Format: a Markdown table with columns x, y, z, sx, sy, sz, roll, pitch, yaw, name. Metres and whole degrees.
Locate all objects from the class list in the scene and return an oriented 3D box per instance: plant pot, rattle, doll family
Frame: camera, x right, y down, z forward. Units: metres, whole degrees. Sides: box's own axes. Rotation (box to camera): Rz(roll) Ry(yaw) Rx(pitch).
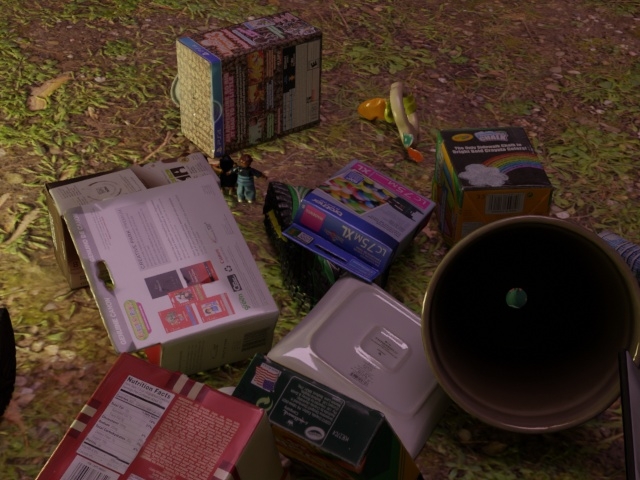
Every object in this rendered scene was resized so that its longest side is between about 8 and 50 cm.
| x | y | z | sx | sy | sz | roll | pitch | yaw | name |
| --- | --- | --- | --- | --- | --- | --- | --- | --- | --- |
| 0.317 | 0.109 | 1.645 | 0.323 | 0.323 | 0.280 | 5 | 6 | 4 | plant pot |
| 0.151 | -0.247 | 2.331 | 0.143 | 0.130 | 0.199 | -6 | 62 | 7 | rattle |
| -0.205 | -0.133 | 2.111 | 0.193 | 0.111 | 0.076 | -3 | 36 | -8 | doll family |

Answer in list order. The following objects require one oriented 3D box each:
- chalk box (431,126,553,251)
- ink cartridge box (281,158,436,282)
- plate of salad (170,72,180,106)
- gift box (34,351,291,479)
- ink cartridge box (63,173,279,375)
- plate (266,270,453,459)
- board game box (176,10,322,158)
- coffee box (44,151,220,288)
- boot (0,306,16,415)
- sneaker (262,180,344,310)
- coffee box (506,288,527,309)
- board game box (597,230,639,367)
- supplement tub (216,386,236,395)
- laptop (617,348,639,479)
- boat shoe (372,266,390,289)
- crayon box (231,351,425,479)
| x | y | z | sx | sy | sz | roll | pitch | yaw | name |
| --- | --- | --- | --- | --- | --- | --- | --- | --- | --- |
| 0.322 | -0.107 | 2.053 | 0.180 | 0.179 | 0.289 | -2 | 35 | -4 | chalk box |
| 0.075 | -0.042 | 1.882 | 0.186 | 0.065 | 0.311 | 30 | 31 | 11 | ink cartridge box |
| -0.256 | -0.378 | 2.379 | 0.200 | 0.200 | 0.048 | -22 | 64 | -30 | plate of salad |
| -0.211 | 0.338 | 1.348 | 0.255 | 0.258 | 0.276 | 23 | 60 | 23 | gift box |
| -0.256 | 0.066 | 1.748 | 0.272 | 0.130 | 0.309 | -14 | 56 | -21 | ink cartridge box |
| 0.095 | 0.183 | 1.675 | 0.277 | 0.045 | 0.278 | 36 | 45 | 10 | plate |
| -0.153 | -0.347 | 2.310 | 0.291 | 0.232 | 0.141 | -21 | 41 | -30 | board game box |
| -0.340 | -0.040 | 1.928 | 0.297 | 0.168 | 0.119 | -14 | 39 | -22 | coffee box |
| -0.617 | 0.225 | 1.576 | 0.260 | 0.131 | 0.348 | 2 | 36 | 0 | boot |
| 0.000 | 0.000 | 1.924 | 0.146 | 0.134 | 0.343 | -1 | 39 | -17 | sneaker |
| 0.331 | 0.095 | 1.885 | 0.184 | 0.040 | 0.113 | 16 | 38 | 18 | coffee box |
| 0.501 | 0.092 | 1.811 | 0.060 | 0.194 | 0.194 | -14 | 25 | -23 | board game box |
| -0.133 | 0.280 | 1.578 | 0.071 | 0.071 | 0.107 | -5 | 37 | -10 | supplement tub |
| 0.582 | 0.372 | 1.364 | 0.236 | 0.408 | 0.382 | -22 | 27 | 25 | laptop |
| 0.104 | 0.018 | 1.959 | 0.066 | 0.066 | 0.183 | 9 | 36 | 11 | boat shoe |
| 0.020 | 0.280 | 1.443 | 0.202 | 0.318 | 0.081 | 22 | 72 | 26 | crayon box |
